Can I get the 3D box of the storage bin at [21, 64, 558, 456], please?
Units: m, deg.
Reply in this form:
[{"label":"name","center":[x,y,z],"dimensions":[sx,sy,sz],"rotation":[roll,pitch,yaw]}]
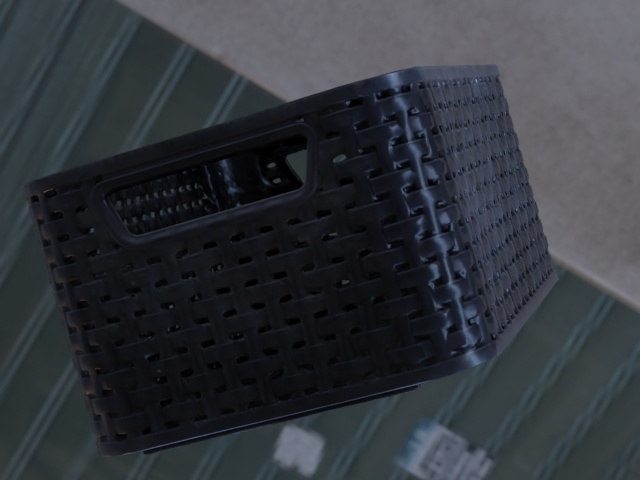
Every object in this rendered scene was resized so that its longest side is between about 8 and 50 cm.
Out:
[{"label":"storage bin","center":[0.000,0.000,0.484],"dimensions":[0.122,0.084,0.180],"rotation":[-16,-178,16]}]
